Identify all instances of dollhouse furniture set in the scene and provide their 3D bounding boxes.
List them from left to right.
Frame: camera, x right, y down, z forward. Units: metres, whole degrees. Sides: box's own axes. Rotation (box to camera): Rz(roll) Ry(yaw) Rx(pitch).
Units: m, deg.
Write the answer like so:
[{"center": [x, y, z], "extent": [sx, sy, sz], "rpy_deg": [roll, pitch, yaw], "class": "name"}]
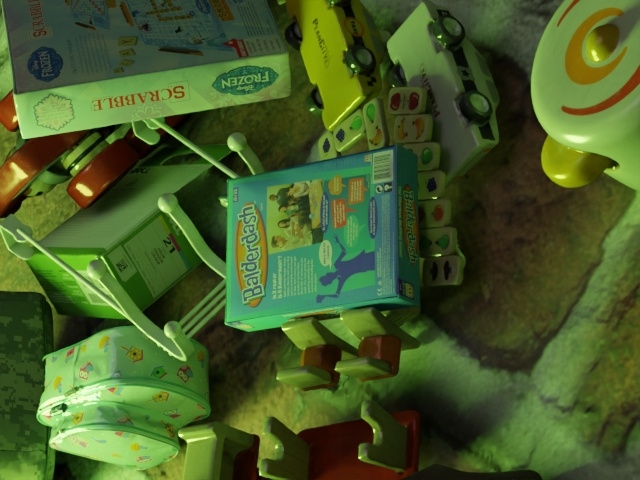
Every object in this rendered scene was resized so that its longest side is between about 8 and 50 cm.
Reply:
[{"center": [-0.010, 0.227, 1.740], "extent": [0.259, 0.135, 0.262], "rpy_deg": [-13, 58, 34], "class": "dollhouse furniture set"}]

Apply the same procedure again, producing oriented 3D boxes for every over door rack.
[{"center": [-0.187, -0.030, 1.927], "extent": [0.324, 0.108, 0.239], "rpy_deg": [29, 62, 36], "class": "over door rack"}]

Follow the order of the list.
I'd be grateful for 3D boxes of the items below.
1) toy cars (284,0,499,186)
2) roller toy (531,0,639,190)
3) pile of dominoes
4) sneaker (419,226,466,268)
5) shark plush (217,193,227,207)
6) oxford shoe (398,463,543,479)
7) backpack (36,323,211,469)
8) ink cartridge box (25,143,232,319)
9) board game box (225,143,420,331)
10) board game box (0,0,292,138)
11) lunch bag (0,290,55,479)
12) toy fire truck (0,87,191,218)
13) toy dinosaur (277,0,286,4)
[{"center": [0.088, -0.185, 1.880], "extent": [0.393, 0.087, 0.176], "rpy_deg": [31, 114, 51], "class": "toy cars"}, {"center": [0.290, -0.151, 1.552], "extent": [0.209, 0.146, 0.191], "rpy_deg": [-28, 48, 40], "class": "roller toy"}, {"center": [0.058, -0.035, 1.791], "extent": [0.196, 0.040, 0.251], "rpy_deg": [-36, 56, 49], "class": "pile of dominoes"}, {"center": [0.130, 0.007, 1.746], "extent": [0.083, 0.037, 0.032], "rpy_deg": [43, 120, 51], "class": "sneaker"}, {"center": [-0.053, -0.040, 1.995], "extent": [0.067, 0.073, 0.161], "rpy_deg": [-43, 23, -24], "class": "shark plush"}, {"center": [0.075, 0.260, 1.551], "extent": [0.271, 0.097, 0.098], "rpy_deg": [-6, 36, 11], "class": "oxford shoe"}, {"center": [-0.216, 0.175, 1.962], "extent": [0.188, 0.166, 0.144], "rpy_deg": [-34, 46, 39], "class": "backpack"}, {"center": [-0.215, -0.016, 2.157], "extent": [0.255, 0.097, 0.189], "rpy_deg": [-40, 24, -30], "class": "ink cartridge box"}, {"center": [0.000, 0.000, 1.758], "extent": [0.210, 0.047, 0.160], "rpy_deg": [-9, 72, 31], "class": "board game box"}, {"center": [-0.220, -0.250, 2.087], "extent": [0.319, 0.318, 0.066], "rpy_deg": [-110, 13, -54], "class": "board game box"}, {"center": [-0.461, 0.213, 2.126], "extent": [0.212, 0.256, 0.305], "rpy_deg": [108, 160, -51], "class": "lunch bag"}, {"center": [-0.327, -0.125, 2.233], "extent": [0.254, 0.169, 0.302], "rpy_deg": [-41, 4, 45], "class": "toy fire truck"}, {"center": [-0.033, -0.341, 2.156], "extent": [0.092, 0.053, 0.183], "rpy_deg": [-35, 44, 32], "class": "toy dinosaur"}]
